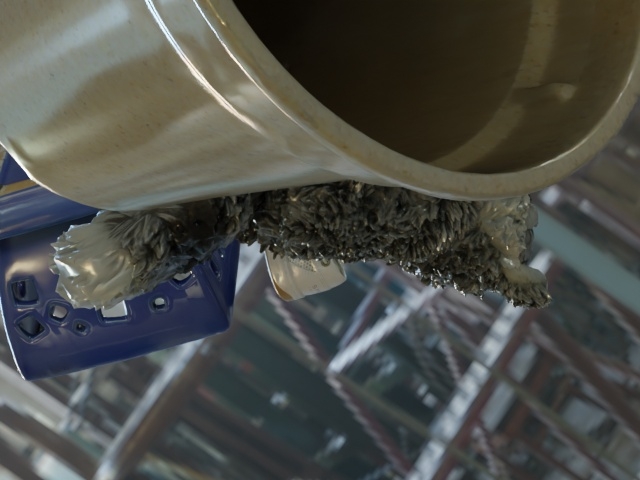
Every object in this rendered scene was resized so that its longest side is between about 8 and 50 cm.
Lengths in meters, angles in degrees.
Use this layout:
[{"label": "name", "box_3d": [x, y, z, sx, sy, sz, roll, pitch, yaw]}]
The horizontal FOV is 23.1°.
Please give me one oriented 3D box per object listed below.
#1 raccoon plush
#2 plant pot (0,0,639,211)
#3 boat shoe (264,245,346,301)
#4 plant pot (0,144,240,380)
[{"label": "raccoon plush", "box_3d": [0.000, 0.000, 1.378, 0.446, 0.299, 0.216, -28, 34, -9]}, {"label": "plant pot", "box_3d": [-0.042, -0.152, 0.841, 0.305, 0.334, 0.334, -18, 32, 48]}, {"label": "boat shoe", "box_3d": [-0.031, -0.074, 1.790, 0.096, 0.277, 0.098, -13, 6, 12]}, {"label": "plant pot", "box_3d": [-0.229, -0.021, 1.644, 0.236, 0.212, 0.236, -16, 31, 9]}]
